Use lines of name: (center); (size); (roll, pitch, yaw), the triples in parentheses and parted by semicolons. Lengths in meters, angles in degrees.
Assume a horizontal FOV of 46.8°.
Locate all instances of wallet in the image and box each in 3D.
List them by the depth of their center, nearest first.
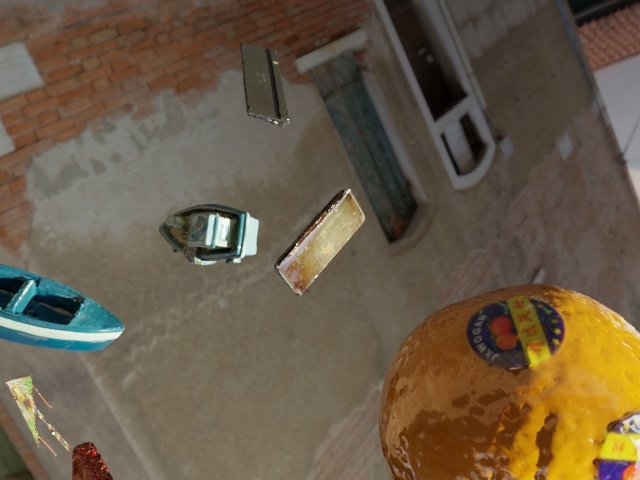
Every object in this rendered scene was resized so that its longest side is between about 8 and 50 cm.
wallet: (0.000, 0.000, 1.559); (0.232, 0.122, 0.031); (-48, -132, -13)

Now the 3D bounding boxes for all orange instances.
orange: (0.123, 0.109, 0.449); (0.177, 0.177, 0.155); (-23, -143, 13)

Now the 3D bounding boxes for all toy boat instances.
toy boat: (-0.423, 0.095, 1.036); (0.299, 0.062, 0.096); (17, -152, -5)
toy boat: (-0.209, -0.013, 1.286); (0.098, 0.109, 0.238); (9, 176, -39)

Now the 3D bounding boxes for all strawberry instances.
strawberry: (-0.370, 0.404, 1.199); (0.048, 0.152, 0.104); (-16, 160, -49)

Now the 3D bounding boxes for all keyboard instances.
keyboard: (-0.082, -0.224, 1.047); (0.195, 0.060, 0.018); (-101, -151, -47)

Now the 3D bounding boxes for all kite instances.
kite: (-0.587, 0.363, 1.544); (0.006, 0.244, 0.198); (-27, -140, -5)
